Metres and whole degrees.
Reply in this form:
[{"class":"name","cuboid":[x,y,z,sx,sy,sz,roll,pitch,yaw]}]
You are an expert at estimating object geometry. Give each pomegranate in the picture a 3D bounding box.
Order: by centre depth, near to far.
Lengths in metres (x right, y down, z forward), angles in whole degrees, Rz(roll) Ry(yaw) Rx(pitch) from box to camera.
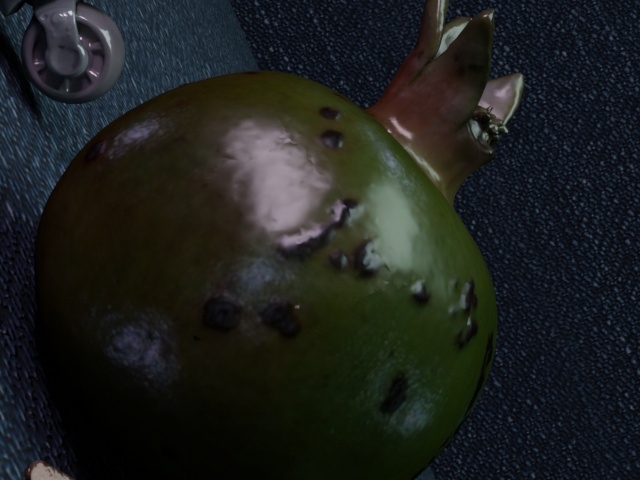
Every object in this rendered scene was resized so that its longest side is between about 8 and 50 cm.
[{"class":"pomegranate","cuboid":[0.006,0.024,0.857,0.291,0.323,0.290,156,-90,-88]}]

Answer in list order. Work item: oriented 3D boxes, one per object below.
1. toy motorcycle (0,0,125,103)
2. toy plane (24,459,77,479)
[{"class":"toy motorcycle","cuboid":[-0.204,-0.217,1.013,0.254,0.112,0.112,63,6,-14]},{"class":"toy plane","cuboid":[-0.086,0.186,0.619,0.130,0.061,0.189,28,34,-42]}]
